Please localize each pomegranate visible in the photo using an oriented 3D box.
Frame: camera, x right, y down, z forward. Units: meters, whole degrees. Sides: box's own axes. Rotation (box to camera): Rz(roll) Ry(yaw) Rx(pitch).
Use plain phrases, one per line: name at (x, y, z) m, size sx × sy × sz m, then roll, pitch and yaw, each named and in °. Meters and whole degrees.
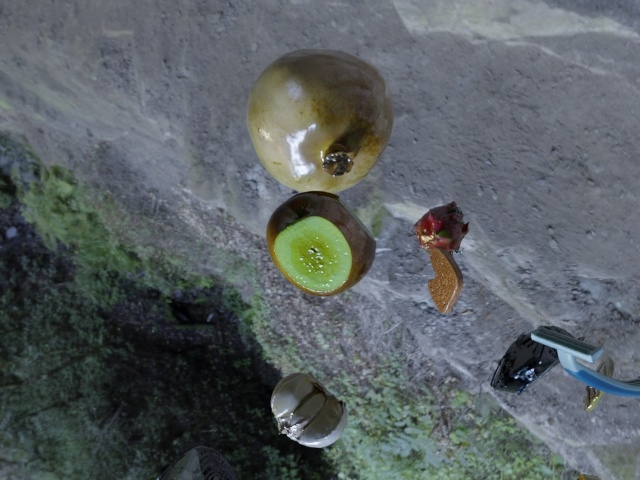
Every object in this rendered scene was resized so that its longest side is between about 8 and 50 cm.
pomegranate at (0.003, -0.238, 1.025) m, size 0.320 × 0.319 × 0.318 m, roll -2°, pitch 85°, yaw 31°

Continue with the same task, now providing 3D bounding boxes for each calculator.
calculator at (0.849, 0.436, 1.531) m, size 0.033 × 0.237 × 0.157 m, roll 31°, pitch 111°, yaw 24°

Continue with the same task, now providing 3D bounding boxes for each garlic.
garlic at (-0.046, 0.551, 1.598) m, size 0.281 × 0.184 × 0.203 m, roll 35°, pitch 67°, yaw 29°

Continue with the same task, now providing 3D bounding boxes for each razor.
razor at (0.302, 0.142, 0.534) m, size 0.068 × 0.191 × 0.037 m, roll 21°, pitch 84°, yaw 59°

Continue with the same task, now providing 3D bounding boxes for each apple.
apple at (-0.005, 0.003, 0.760) m, size 0.146 × 0.163 × 0.147 m, roll -35°, pitch 113°, yaw 9°

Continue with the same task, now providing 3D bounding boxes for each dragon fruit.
dragon fruit at (0.474, -0.017, 1.889) m, size 0.200 × 0.269 × 0.198 m, roll -26°, pitch 33°, yaw 22°

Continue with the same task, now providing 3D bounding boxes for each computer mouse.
computer mouse at (0.379, 0.207, 0.901) m, size 0.077 × 0.242 × 0.146 m, roll 49°, pitch 126°, yaw 28°

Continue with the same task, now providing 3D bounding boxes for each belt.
belt at (-0.267, 0.573, 1.083) m, size 0.164 × 0.289 × 0.184 m, roll -37°, pitch 98°, yaw 7°

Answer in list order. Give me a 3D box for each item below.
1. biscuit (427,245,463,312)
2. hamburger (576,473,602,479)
biscuit at (0.416, 0.129, 1.715) m, size 0.186 × 0.036 × 0.192 m, roll -119°, pitch 31°, yaw -43°
hamburger at (0.810, 0.766, 1.502) m, size 0.082 × 0.141 × 0.126 m, roll 15°, pitch 70°, yaw 14°
